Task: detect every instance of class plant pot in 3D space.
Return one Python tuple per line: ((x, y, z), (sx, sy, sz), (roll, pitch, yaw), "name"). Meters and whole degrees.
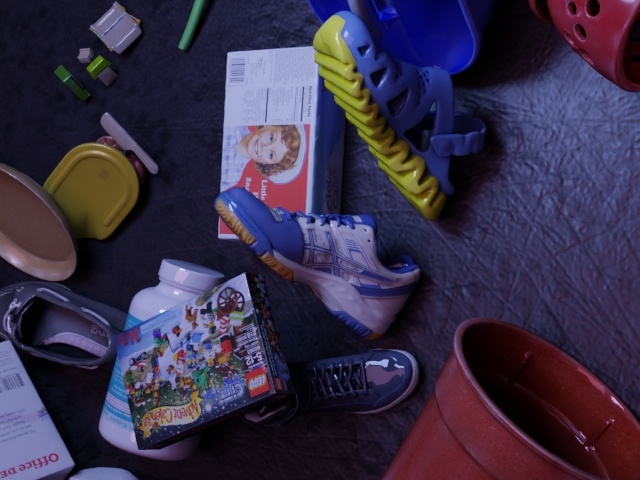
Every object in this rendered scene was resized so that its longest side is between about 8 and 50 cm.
((-0.461, -0.035, 1.862), (0.236, 0.032, 0.236), (23, 141, 20), "plant pot")
((0.347, -0.292, 1.398), (0.174, 0.191, 0.191), (43, 107, 35), "plant pot")
((0.199, 0.277, 1.404), (0.272, 0.272, 0.265), (45, 115, 26), "plant pot")

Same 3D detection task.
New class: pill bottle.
((-0.212, 0.164, 1.706), (0.146, 0.146, 0.264), (18, 96, 30), "pill bottle")

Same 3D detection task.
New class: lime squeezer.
((-0.176, -0.442, 1.789), (0.110, 0.059, 0.310), (-4, 85, 30), "lime squeezer")

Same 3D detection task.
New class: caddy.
((0.084, -0.334, 1.474), (0.241, 0.341, 0.179), (14, 66, 31), "caddy")

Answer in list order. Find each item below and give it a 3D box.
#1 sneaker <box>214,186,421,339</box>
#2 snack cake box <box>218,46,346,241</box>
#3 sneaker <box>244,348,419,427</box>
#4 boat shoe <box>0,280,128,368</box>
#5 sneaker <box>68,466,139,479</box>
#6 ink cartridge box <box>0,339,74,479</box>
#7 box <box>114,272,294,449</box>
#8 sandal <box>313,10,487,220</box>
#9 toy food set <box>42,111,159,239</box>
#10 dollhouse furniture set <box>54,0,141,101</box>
((0.000, 0.000, 1.547), (0.131, 0.296, 0.112), (-51, 29, 4), "sneaker")
((-0.050, -0.127, 1.670), (0.152, 0.089, 0.264), (2, 87, 29), "snack cake box")
((0.001, 0.189, 1.572), (0.226, 0.163, 0.086), (-15, 77, 27), "sneaker")
((-0.406, 0.127, 1.852), (0.335, 0.095, 0.112), (11, 91, 31), "boat shoe")
((-0.283, 0.393, 1.775), (0.212, 0.080, 0.094), (8, 102, 29), "sneaker")
((-0.515, 0.307, 1.831), (0.232, 0.171, 0.168), (58, 138, 21), "ink cartridge box")
((-0.153, 0.157, 1.550), (0.233, 0.044, 0.159), (-26, 68, 29), "box")
((0.104, -0.171, 1.497), (0.138, 0.317, 0.126), (-39, 42, 0), "sandal")
((-0.330, -0.095, 1.847), (0.128, 0.071, 0.218), (41, 117, -9), "toy food set")
((-0.337, -0.289, 1.889), (0.151, 0.058, 0.076), (-45, 57, -1), "dollhouse furniture set")
